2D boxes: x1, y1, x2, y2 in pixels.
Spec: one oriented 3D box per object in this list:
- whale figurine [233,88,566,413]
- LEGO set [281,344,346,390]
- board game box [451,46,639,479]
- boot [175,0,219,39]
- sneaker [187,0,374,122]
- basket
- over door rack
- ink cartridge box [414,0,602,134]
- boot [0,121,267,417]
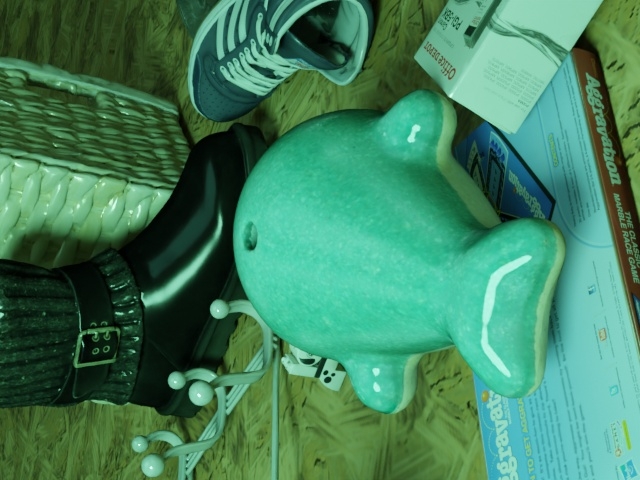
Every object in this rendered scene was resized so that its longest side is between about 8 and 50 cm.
[{"bbox_3d":[0.037,0.010,0.691,0.272,0.141,0.216,30,115,59],"label":"whale figurine"},{"bbox_3d":[0.000,0.000,0.883,0.087,0.093,0.227,48,122,57],"label":"LEGO set"},{"bbox_3d":[0.142,0.034,0.674,0.145,0.027,0.281,-41,45,47],"label":"board game box"},{"bbox_3d":[-0.114,-0.377,1.253,0.229,0.091,0.263,-41,47,48],"label":"boot"},{"bbox_3d":[-0.045,-0.177,1.034,0.282,0.099,0.153,-48,38,39],"label":"sneaker"},{"bbox_3d":[-0.343,-0.010,1.287,0.331,0.328,0.266,-64,33,24],"label":"basket"},{"bbox_3d":[-0.104,0.242,0.970,0.239,0.108,0.324,-57,34,36],"label":"over door rack"},{"bbox_3d":[0.127,-0.151,0.706,0.135,0.056,0.099,-58,21,16],"label":"ink cartridge box"},{"bbox_3d":[-0.208,0.028,1.082,0.131,0.260,0.348,44,118,59],"label":"boot"}]
